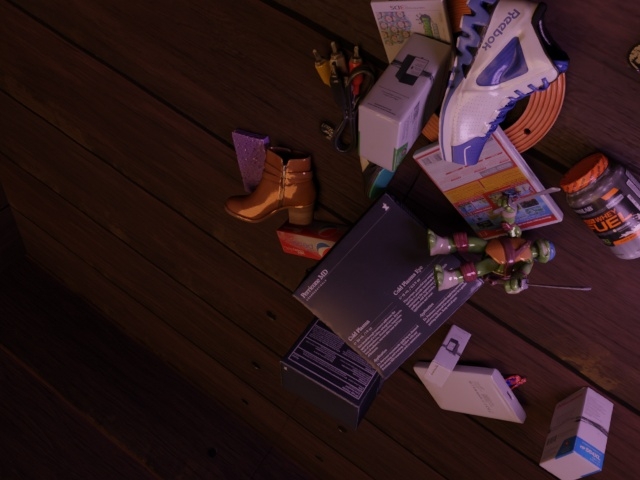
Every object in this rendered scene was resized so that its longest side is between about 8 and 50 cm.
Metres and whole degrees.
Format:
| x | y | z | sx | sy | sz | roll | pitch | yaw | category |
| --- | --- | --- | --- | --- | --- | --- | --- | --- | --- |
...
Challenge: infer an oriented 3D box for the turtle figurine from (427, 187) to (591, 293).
| x | y | z | sx | sy | sz | roll | pitch | yaw | category |
| --- | --- | --- | --- | --- | --- | --- | --- | --- | --- |
| 0.365 | 0.008 | 1.096 | 0.266 | 0.274 | 0.198 | -9 | 93 | 7 | turtle figurine |

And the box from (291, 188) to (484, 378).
| x | y | z | sx | sy | sz | roll | pitch | yaw | category |
| --- | --- | --- | --- | --- | --- | --- | --- | --- | --- |
| 0.163 | 0.100 | 1.325 | 0.312 | 0.179 | 0.343 | 43 | 102 | -2 | box |

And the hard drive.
| x | y | z | sx | sy | sz | roll | pitch | yaw | category |
| --- | --- | --- | --- | --- | --- | --- | --- | --- | --- |
| 0.459 | 0.470 | 1.657 | 0.307 | 0.040 | 0.203 | -11 | 119 | 54 | hard drive |

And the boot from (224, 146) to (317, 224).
| x | y | z | sx | sy | sz | roll | pitch | yaw | category |
| --- | --- | --- | --- | --- | --- | --- | --- | --- | --- |
| -0.150 | -0.159 | 1.513 | 0.283 | 0.109 | 0.220 | 10 | 128 | 16 | boot |

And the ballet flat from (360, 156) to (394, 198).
| x | y | z | sx | sy | sz | roll | pitch | yaw | category |
| --- | --- | --- | --- | --- | --- | --- | --- | --- | --- |
| 0.150 | -0.210 | 1.242 | 0.096 | 0.095 | 0.280 | 50 | 148 | 13 | ballet flat |

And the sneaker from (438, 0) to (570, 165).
| x | y | z | sx | sy | sz | roll | pitch | yaw | category |
| --- | --- | --- | --- | --- | --- | --- | --- | --- | --- |
| 0.322 | -0.270 | 0.920 | 0.182 | 0.127 | 0.315 | 19 | 124 | 24 | sneaker |

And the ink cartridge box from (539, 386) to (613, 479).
| x | y | z | sx | sy | sz | roll | pitch | yaw | category |
| --- | --- | --- | --- | --- | --- | --- | --- | --- | --- |
| 0.677 | 0.511 | 1.396 | 0.086 | 0.203 | 0.148 | 33 | 143 | 8 | ink cartridge box |

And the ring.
| x | y | z | sx | sy | sz | roll | pitch | yaw | category |
| --- | --- | --- | --- | --- | --- | --- | --- | --- | --- |
| 0.309 | -0.312 | 1.048 | 0.336 | 0.032 | 0.336 | 23 | 139 | 23 | ring |

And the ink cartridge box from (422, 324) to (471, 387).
| x | y | z | sx | sy | sz | roll | pitch | yaw | category |
| --- | --- | --- | --- | --- | --- | --- | --- | --- | --- |
| 0.368 | 0.338 | 1.540 | 0.063 | 0.150 | 0.109 | 29 | 142 | 16 | ink cartridge box |

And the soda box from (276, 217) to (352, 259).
| x | y | z | sx | sy | sz | roll | pitch | yaw | category |
| --- | --- | --- | --- | --- | --- | --- | --- | --- | --- |
| 0.000 | 0.000 | 1.589 | 0.263 | 0.083 | 0.092 | 10 | 133 | 34 | soda box |

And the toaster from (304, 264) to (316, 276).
| x | y | z | sx | sy | sz | roll | pitch | yaw | category |
| --- | --- | --- | --- | --- | --- | --- | --- | --- | --- |
| 0.045 | 0.169 | 1.654 | 0.185 | 0.110 | 0.168 | 45 | 160 | 57 | toaster |

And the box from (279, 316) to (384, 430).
| x | y | z | sx | sy | sz | roll | pitch | yaw | category |
| --- | --- | --- | --- | --- | --- | --- | --- | --- | --- |
| 0.066 | 0.409 | 1.762 | 0.296 | 0.294 | 0.183 | 26 | 140 | 21 | box |

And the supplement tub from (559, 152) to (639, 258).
| x | y | z | sx | sy | sz | roll | pitch | yaw | category |
| --- | --- | --- | --- | --- | --- | --- | --- | --- | --- |
| 0.554 | -0.067 | 1.001 | 0.190 | 0.117 | 0.117 | 45 | 143 | -4 | supplement tub |

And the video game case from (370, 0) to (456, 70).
| x | y | z | sx | sy | sz | roll | pitch | yaw | category |
| --- | --- | --- | --- | --- | --- | --- | --- | --- | --- |
| 0.180 | -0.390 | 1.004 | 0.143 | 0.019 | 0.157 | 14 | 154 | 32 | video game case |

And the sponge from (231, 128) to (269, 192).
| x | y | z | sx | sy | sz | roll | pitch | yaw | category |
| --- | --- | --- | --- | --- | --- | --- | --- | --- | --- |
| -0.192 | -0.226 | 1.578 | 0.117 | 0.031 | 0.210 | 18 | 136 | 27 | sponge |

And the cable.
| x | y | z | sx | sy | sz | roll | pitch | yaw | category |
| --- | --- | --- | --- | --- | --- | --- | --- | --- | --- |
| 0.072 | -0.327 | 1.247 | 0.139 | 0.072 | 0.287 | 4 | 144 | 17 | cable |

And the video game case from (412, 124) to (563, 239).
| x | y | z | sx | sy | sz | roll | pitch | yaw | category |
| --- | --- | --- | --- | --- | --- | --- | --- | --- | --- |
| 0.363 | -0.121 | 1.154 | 0.285 | 0.025 | 0.204 | 45 | 144 | -21 | video game case |

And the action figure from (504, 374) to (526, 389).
| x | y | z | sx | sy | sz | roll | pitch | yaw | category |
| --- | --- | --- | --- | --- | --- | --- | --- | --- | --- |
| 0.556 | 0.417 | 1.556 | 0.038 | 0.030 | 0.115 | 50 | 140 | -6 | action figure |

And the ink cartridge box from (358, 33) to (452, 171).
| x | y | z | sx | sy | sz | roll | pitch | yaw | category |
| --- | --- | --- | --- | --- | --- | --- | --- | --- | --- |
| 0.159 | -0.262 | 1.005 | 0.087 | 0.208 | 0.153 | 28 | 158 | 17 | ink cartridge box |
